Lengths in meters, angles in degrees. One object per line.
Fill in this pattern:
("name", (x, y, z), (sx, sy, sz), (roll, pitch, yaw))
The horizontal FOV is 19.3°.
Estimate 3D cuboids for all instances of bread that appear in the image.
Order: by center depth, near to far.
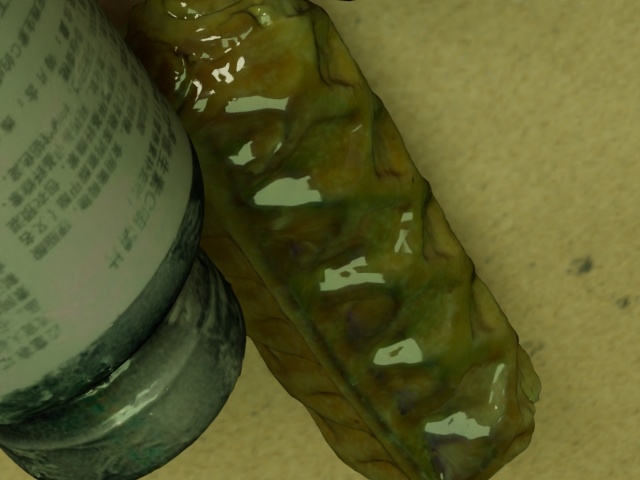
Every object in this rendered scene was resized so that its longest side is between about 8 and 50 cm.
("bread", (0.001, 0.000, 0.754), (0.087, 0.098, 0.269), (-56, 134, -25))

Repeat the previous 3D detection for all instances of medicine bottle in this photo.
("medicine bottle", (-0.129, -0.037, 0.587), (0.141, 0.141, 0.293), (-31, 132, 3))
